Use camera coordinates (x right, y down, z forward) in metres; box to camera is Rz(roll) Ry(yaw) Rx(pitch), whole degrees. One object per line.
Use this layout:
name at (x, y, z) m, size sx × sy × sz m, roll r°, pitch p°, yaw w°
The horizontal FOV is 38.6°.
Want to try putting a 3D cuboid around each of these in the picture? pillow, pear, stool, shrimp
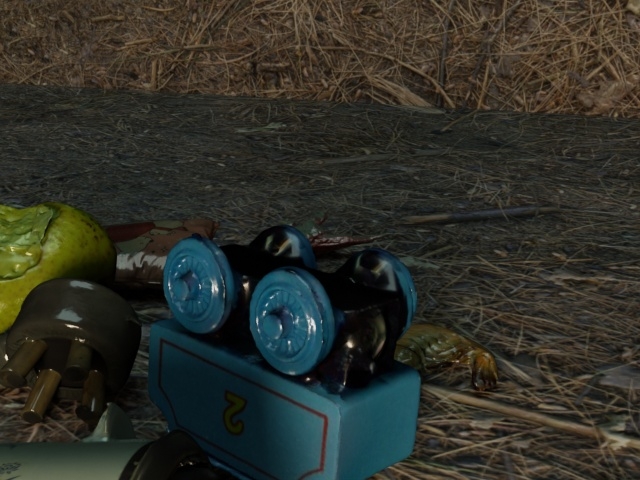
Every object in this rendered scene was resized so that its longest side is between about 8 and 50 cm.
pillow at (-0.289, 0.021, 1.501) m, size 0.236 × 0.084 × 0.223 m, roll -1°, pitch 22°, yaw -2°
pear at (-0.418, 0.052, 1.276) m, size 0.255 × 0.164 × 0.238 m, roll 5°, pitch 46°, yaw -11°
stool at (-0.323, 0.152, 1.134) m, size 0.153 × 0.228 × 0.139 m, roll 35°, pitch 37°, yaw -22°
shrimp at (0.140, 0.175, 1.167) m, size 0.169 × 0.058 × 0.296 m, roll 8°, pitch 20°, yaw 14°

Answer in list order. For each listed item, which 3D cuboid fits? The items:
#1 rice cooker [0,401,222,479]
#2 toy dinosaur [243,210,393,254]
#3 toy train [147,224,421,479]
rice cooker at (-0.185, 0.268, 0.656) m, size 0.316 × 0.264 × 0.317 m, roll -4°, pitch 54°, yaw 6°
toy dinosaur at (0.000, 0.000, 1.597) m, size 0.242 × 0.053 × 0.167 m, roll 7°, pitch 24°, yaw 17°
toy train at (-0.038, 0.129, 0.994) m, size 0.300 × 0.265 × 0.188 m, roll 17°, pitch 18°, yaw 39°
